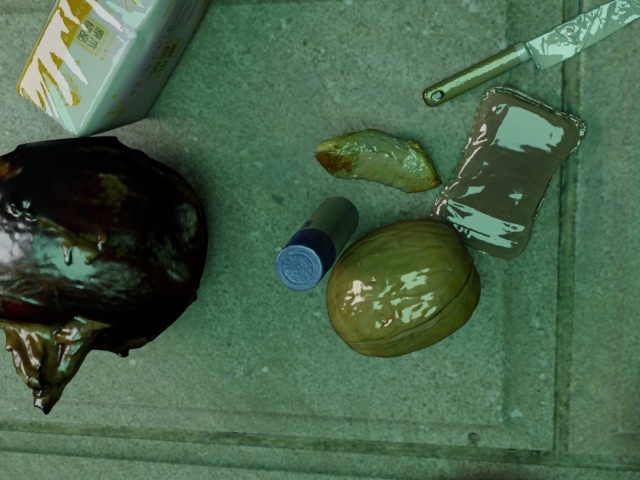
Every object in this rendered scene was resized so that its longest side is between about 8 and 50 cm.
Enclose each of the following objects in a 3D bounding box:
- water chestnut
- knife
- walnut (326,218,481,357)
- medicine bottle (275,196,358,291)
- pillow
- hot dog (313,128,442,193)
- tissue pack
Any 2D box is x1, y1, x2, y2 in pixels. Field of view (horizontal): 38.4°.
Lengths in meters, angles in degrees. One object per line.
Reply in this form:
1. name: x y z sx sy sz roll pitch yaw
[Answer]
1. water chestnut: -0.313 0.045 1.162 0.335 0.335 0.347 1 79 12
2. knife: 0.265 -0.227 1.114 0.298 0.017 0.047 -25 101 14
3. walnut: 0.102 0.061 1.157 0.197 0.165 0.165 -28 98 26
4. medicine bottle: 0.000 0.000 1.121 0.059 0.231 0.059 3 106 12
5. pillow: 0.230 -0.081 1.154 0.135 0.034 0.211 24 111 1
6. hot dog: 0.073 -0.107 1.165 0.169 0.061 0.078 14 142 -12
7. tissue pack: -0.245 -0.256 1.129 0.124 0.185 0.225 35 110 1
